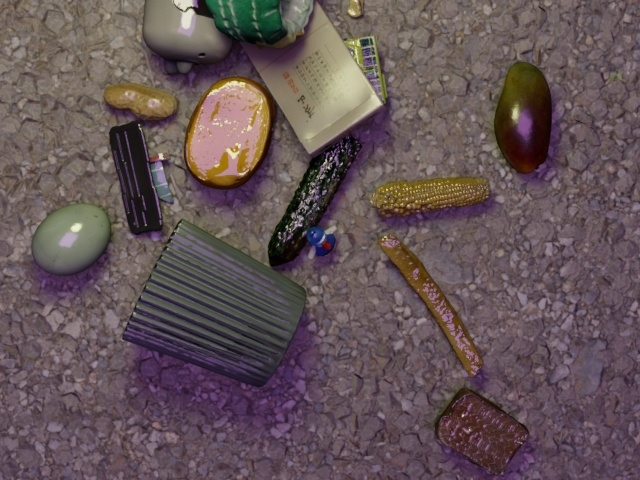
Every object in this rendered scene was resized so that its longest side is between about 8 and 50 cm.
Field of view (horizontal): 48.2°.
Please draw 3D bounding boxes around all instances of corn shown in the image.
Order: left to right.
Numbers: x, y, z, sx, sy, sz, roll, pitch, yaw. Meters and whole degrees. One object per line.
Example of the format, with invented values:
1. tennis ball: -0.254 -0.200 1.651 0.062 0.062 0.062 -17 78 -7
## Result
1. corn: 0.259 -0.105 1.710 0.288 0.086 0.087 -6 94 -4

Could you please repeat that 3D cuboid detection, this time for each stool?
1. stool: -0.231 0.154 1.612 0.330 0.297 0.297 27 93 -9

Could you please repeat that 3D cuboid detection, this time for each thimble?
1. thimble: -0.113 -0.553 1.503 0.167 0.254 0.288 12 77 17

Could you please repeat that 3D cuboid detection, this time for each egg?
1. egg: -0.570 -0.003 1.646 0.192 0.149 0.149 -37 95 -6

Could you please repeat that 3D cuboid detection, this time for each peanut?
1. peanut: -0.421 -0.322 1.669 0.174 0.080 0.080 13 93 0

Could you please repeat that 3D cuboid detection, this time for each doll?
1. doll: 0.000 0.000 1.681 0.057 0.143 0.099 39 87 23

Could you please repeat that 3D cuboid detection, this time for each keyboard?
1. keyboard: -0.435 -0.146 1.688 0.106 0.016 0.262 -10 95 26

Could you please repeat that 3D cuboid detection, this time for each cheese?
1. cheese: 0.080 -0.570 1.695 0.044 0.030 0.083 1 99 18

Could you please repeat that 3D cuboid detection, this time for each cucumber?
1. cucumber: -0.027 -0.092 1.693 0.096 0.096 0.359 29 91 -4

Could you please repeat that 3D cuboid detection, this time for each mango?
1. mango: 0.478 -0.292 1.694 0.133 0.111 0.268 0 89 9

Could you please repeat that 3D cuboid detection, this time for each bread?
1. bread: -0.209 -0.247 1.648 0.195 0.142 0.270 20 95 -6

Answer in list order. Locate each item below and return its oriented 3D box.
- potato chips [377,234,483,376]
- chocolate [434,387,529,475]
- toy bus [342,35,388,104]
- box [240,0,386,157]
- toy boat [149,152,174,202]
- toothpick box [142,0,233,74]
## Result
1. potato chips: 0.272 0.145 1.733 0.057 0.080 0.407 -33 97 17
2. chocolate: 0.386 0.460 1.751 0.214 0.093 0.148 35 91 -5
3. toy bus: 0.098 -0.384 1.680 0.101 0.088 0.175 -10 93 -3
4. box: -0.030 -0.394 1.627 0.204 0.051 0.365 -33 78 11
5. toy boat: -0.390 -0.142 1.703 0.096 0.034 0.122 -11 98 11
6. toothpick box: -0.294 -0.530 1.602 0.229 0.229 0.316 8 95 -3
